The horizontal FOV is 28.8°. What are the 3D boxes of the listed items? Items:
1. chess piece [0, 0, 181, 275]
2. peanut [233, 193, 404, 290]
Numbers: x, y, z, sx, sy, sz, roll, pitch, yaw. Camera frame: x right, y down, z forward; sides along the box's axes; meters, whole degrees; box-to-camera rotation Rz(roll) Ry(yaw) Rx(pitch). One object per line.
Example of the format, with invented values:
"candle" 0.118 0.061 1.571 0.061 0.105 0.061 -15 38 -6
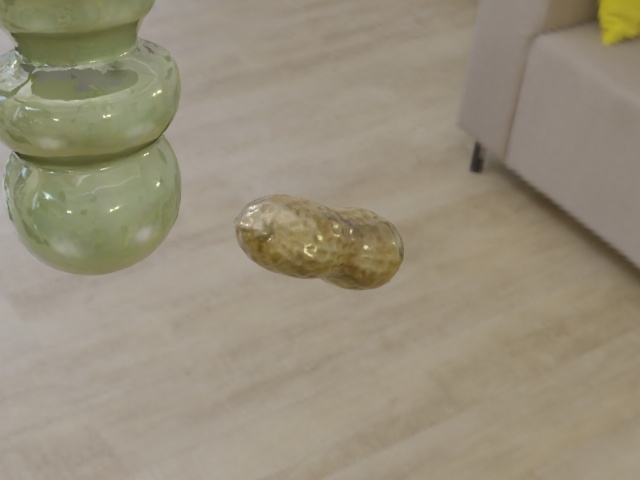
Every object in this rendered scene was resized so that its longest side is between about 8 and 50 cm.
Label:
"chess piece" -0.132 -0.100 0.688 0.144 0.251 0.144 -1 29 1
"peanut" -0.002 0.000 1.193 0.193 0.089 0.089 15 25 -42
